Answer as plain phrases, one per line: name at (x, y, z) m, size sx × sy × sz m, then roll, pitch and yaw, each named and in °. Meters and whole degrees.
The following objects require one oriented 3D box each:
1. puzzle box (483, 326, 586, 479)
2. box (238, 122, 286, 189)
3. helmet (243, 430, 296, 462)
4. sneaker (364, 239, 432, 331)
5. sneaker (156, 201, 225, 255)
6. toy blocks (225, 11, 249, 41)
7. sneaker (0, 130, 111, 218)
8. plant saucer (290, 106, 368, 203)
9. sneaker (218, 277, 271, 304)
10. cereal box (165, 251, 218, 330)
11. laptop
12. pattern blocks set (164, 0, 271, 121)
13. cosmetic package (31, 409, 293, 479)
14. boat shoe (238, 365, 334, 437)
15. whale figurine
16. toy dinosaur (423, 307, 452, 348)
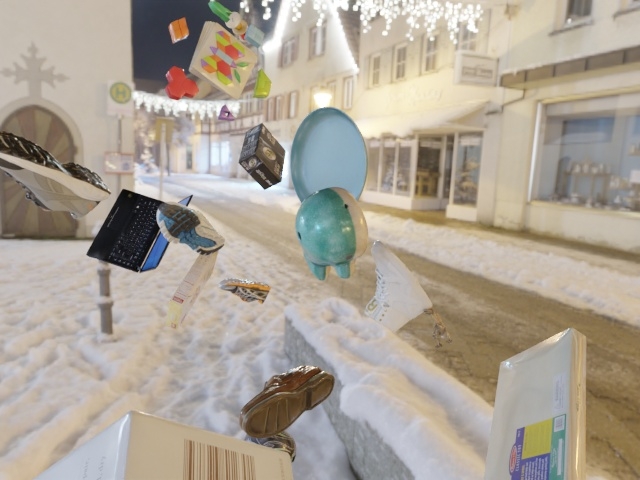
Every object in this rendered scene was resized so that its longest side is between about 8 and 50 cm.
puzzle box at (0.524, 0.434, 1.214) m, size 0.052 × 0.272 × 0.409 m, roll 32°, pitch 50°, yaw -5°
box at (-0.199, -0.293, 1.728) m, size 0.078 × 0.147 × 0.180 m, roll -23°, pitch 40°, yaw 25°
helmet at (-0.177, 0.711, 1.690) m, size 0.169 × 0.169 × 0.161 m, roll 8°, pitch -15°, yaw 33°
sneaker at (0.183, 0.144, 1.375) m, size 0.169 × 0.292 × 0.108 m, roll -39°, pitch 32°, yaw 0°
sneaker at (-0.258, -0.035, 0.947) m, size 0.071 × 0.083 × 0.190 m, roll -36°, pitch -25°, yaw 0°
toy blocks at (-0.268, -0.651, 1.615) m, size 0.054 × 0.123 × 0.148 m, roll 25°, pitch 4°, yaw 15°
sneaker at (-0.526, -0.112, 0.930) m, size 0.100 × 0.108 × 0.271 m, roll 44°, pitch 4°, yaw 31°
plant saucer at (0.027, -0.217, 1.414) m, size 0.044 × 0.317 × 0.318 m, roll -9°, pitch 14°, yaw -40°
sneaker at (-0.290, 0.196, 1.904) m, size 0.215 × 0.083 × 0.084 m, roll 13°, pitch 4°, yaw -31°
cereal box at (-0.395, 0.141, 1.533) m, size 0.047 × 0.173 × 0.240 m, roll 26°, pitch 52°, yaw -3°
laptop at (-0.515, -0.041, 1.407) m, size 0.264 × 0.234 × 0.136 m, roll 18°, pitch -22°, yaw 6°
pattern blocks set at (-0.243, -0.450, 1.242) m, size 0.285 × 0.324 × 0.026 m, roll 17°, pitch -25°, yaw -36°
cosmetic package at (-0.271, 0.516, 0.738) m, size 0.329 × 0.394 × 0.327 m, roll 33°, pitch 30°, yaw -37°
boat shoe at (-0.100, 0.403, 1.266) m, size 0.104 × 0.110 × 0.307 m, roll 20°, pitch 17°, yaw 38°
whale figurine at (0.000, 0.000, 1.139) m, size 0.141 × 0.216 × 0.272 m, roll -15°, pitch -23°, yaw -27°
toy dinosaur at (0.352, 0.262, 1.441) m, size 0.053 × 0.183 × 0.092 m, roll -17°, pitch 44°, yaw 21°
